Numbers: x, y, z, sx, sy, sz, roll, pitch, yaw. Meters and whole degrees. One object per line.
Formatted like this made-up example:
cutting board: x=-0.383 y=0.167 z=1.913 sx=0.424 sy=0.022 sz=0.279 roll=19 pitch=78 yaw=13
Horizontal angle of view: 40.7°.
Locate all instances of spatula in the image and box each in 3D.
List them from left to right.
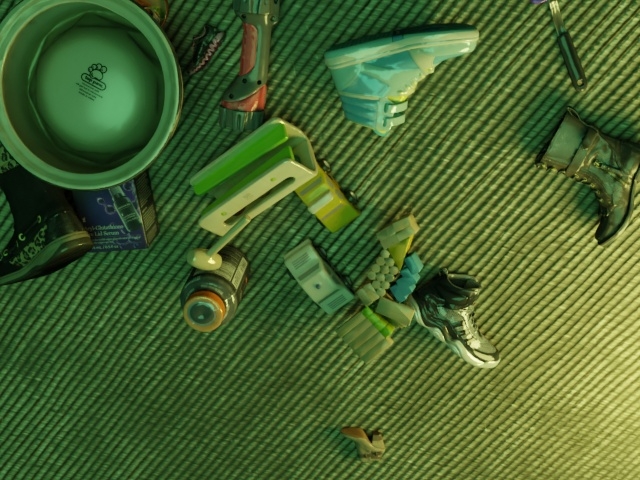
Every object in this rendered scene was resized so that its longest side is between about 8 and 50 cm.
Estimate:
spatula: x=0.488 y=-0.441 z=1.758 sx=0.084 sy=0.030 sz=0.296 roll=-22 pitch=108 yaw=11

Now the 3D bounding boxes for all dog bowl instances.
dog bowl: x=-0.466 y=-0.310 z=1.770 sx=0.408 sy=0.150 sz=0.408 roll=1 pitch=99 yaw=6

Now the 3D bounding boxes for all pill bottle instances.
pill bottle: x=-0.240 y=0.112 z=1.941 sx=0.130 sy=0.245 sz=0.130 roll=2 pitch=113 yaw=5

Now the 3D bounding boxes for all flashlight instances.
flashlight: x=-0.156 y=-0.385 z=1.811 sx=0.103 sy=0.103 sz=0.304 roll=19 pitch=115 yaw=32

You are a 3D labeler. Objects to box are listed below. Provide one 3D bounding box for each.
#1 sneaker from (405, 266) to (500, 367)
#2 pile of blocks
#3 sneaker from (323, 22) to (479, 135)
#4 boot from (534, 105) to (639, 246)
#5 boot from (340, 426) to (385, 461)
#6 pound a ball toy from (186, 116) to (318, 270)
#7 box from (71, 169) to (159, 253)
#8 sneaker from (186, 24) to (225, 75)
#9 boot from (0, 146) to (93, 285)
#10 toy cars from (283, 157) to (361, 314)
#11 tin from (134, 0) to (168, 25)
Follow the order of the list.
sneaker: x=0.339 y=0.176 z=1.988 sx=0.268 sy=0.101 sz=0.153 roll=37 pitch=114 yaw=-7
pile of blocks: x=0.163 y=0.103 z=1.963 sx=0.149 sy=0.112 sz=0.362 roll=25 pitch=112 yaw=10
sneaker: x=0.181 y=-0.329 z=1.787 sx=0.319 sy=0.127 sz=0.208 roll=-7 pitch=110 yaw=19
boot: x=0.571 y=-0.137 z=1.857 sx=0.229 sy=0.091 sz=0.263 roll=19 pitch=109 yaw=3
boot: x=0.105 y=0.522 z=2.188 sx=0.118 sy=0.042 sz=0.087 roll=6 pitch=115 yaw=3
pound a ball toy: x=-0.151 y=-0.085 z=1.866 sx=0.319 sy=0.208 sz=0.136 roll=-33 pitch=145 yaw=26
box: x=-0.467 y=-0.087 z=1.957 sx=0.153 sy=0.108 sz=0.207 roll=-5 pitch=112 yaw=8
sneaker: x=-0.255 y=-0.408 z=1.841 sx=0.057 sy=0.047 sz=0.119 roll=38 pitch=104 yaw=-3
boot: x=-0.675 y=-0.059 z=1.963 sx=0.377 sy=0.138 sz=0.284 roll=-21 pitch=88 yaw=48
toy cars: x=0.000 y=0.000 z=1.958 sx=0.176 sy=0.087 sz=0.393 roll=3 pitch=113 yaw=5
tin: x=-0.403 y=-0.519 z=1.811 sx=0.190 sy=0.040 sz=0.106 roll=43 pitch=114 yaw=-12
